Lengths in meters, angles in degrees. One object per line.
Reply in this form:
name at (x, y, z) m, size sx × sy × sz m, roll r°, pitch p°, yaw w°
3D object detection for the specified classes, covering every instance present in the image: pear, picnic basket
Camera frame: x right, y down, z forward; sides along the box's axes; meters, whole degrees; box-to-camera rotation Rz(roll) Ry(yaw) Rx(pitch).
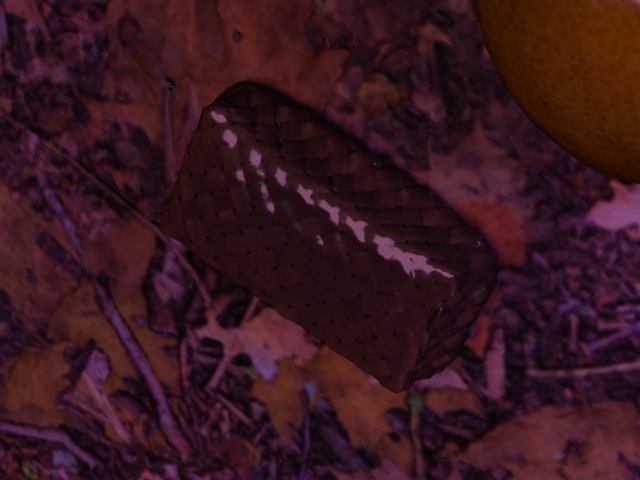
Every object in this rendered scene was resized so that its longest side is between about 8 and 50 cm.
pear at (0.161, -0.113, 0.637) m, size 0.209 × 0.209 × 0.209 m, roll 12°, pitch 116°, yaw 26°
picnic basket at (0.000, 0.000, 0.868) m, size 0.193 × 0.055 × 0.110 m, roll 34°, pitch 123°, yaw 12°
